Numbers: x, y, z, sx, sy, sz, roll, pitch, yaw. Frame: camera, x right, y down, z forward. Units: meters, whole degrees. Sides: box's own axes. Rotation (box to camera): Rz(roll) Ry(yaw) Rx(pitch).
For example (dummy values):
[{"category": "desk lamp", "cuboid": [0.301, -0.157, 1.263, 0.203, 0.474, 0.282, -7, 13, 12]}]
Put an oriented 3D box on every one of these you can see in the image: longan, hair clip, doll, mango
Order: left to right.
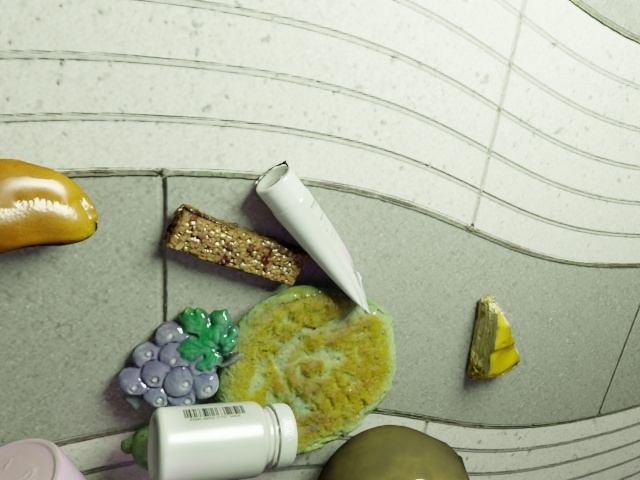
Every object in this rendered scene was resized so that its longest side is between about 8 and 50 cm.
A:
[{"category": "mango", "cuboid": [-0.338, -0.037, 0.576, 0.160, 0.084, 0.105, -4, 99, -43]}, {"category": "doll", "cuboid": [-0.222, 0.329, 0.795, 0.115, 0.077, 0.150, -34, 133, 7]}, {"category": "hair clip", "cuboid": [-0.195, 0.173, 0.741, 0.195, 0.052, 0.124, -41, 96, 3]}, {"category": "longan", "cuboid": [0.123, 0.473, 0.870, 0.319, 0.319, 0.318, -9, 115, -19]}]

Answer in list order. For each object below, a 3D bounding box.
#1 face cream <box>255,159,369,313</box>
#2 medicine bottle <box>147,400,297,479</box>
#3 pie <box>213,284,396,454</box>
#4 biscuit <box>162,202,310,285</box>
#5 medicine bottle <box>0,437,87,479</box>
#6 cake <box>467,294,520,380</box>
[{"category": "face cream", "cuboid": [0.000, 0.000, 0.734, 0.058, 0.092, 0.243, -30, 119, 16]}, {"category": "medicine bottle", "cuboid": [-0.133, 0.275, 0.711, 0.187, 0.103, 0.102, 4, 111, -27]}, {"category": "pie", "cuboid": [-0.020, 0.202, 0.823, 0.324, 0.070, 0.322, -7, 110, -19]}, {"category": "biscuit", "cuboid": [-0.113, 0.010, 0.715, 0.199, 0.034, 0.064, 22, 102, -28]}, {"category": "medicine bottle", "cuboid": [-0.369, 0.451, 0.708, 0.202, 0.202, 0.315, -25, 119, -11]}, {"category": "cake", "cuboid": [0.340, 0.186, 0.959, 0.116, 0.080, 0.184, -1, 109, -19]}]
